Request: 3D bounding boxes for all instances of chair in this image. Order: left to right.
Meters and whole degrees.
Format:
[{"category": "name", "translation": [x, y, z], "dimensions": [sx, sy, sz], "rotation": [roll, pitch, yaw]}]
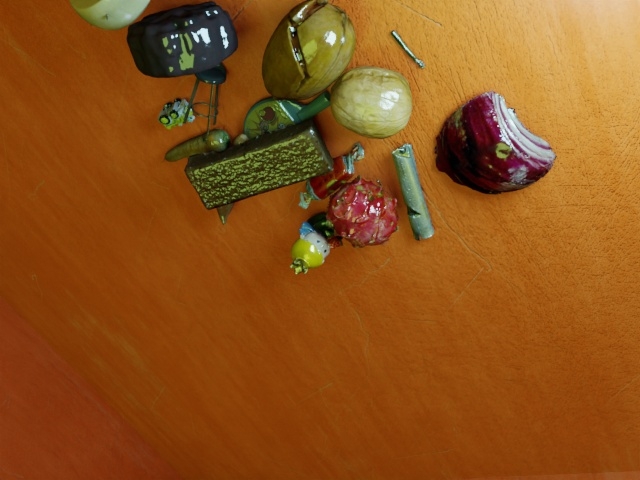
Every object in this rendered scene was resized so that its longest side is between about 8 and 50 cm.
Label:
[{"category": "chair", "translation": [-0.334, -0.420, 1.656], "dimensions": [0.104, 0.095, 0.221], "rotation": [-7, 133, -30]}]

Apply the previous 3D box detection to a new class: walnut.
[{"category": "walnut", "translation": [-0.046, -0.473, 1.463], "dimensions": [0.209, 0.208, 0.336], "rotation": [35, 138, -10]}, {"category": "walnut", "translation": [0.132, -0.367, 1.481], "dimensions": [0.222, 0.195, 0.195], "rotation": [18, 130, 4]}]

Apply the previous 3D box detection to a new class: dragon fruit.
[{"category": "dragon fruit", "translation": [0.143, -0.072, 1.712], "dimensions": [0.268, 0.210, 0.205], "rotation": [21, 134, -40]}]

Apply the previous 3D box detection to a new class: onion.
[{"category": "onion", "translation": [0.460, -0.213, 1.528], "dimensions": [0.314, 0.146, 0.280], "rotation": [34, 134, -14]}]

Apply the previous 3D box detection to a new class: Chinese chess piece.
[{"category": "Chinese chess piece", "translation": [-0.531, -0.675, 1.435], "dimensions": [0.274, 0.273, 0.102], "rotation": [-17, 159, 29]}]

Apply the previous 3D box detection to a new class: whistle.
[{"category": "whistle", "translation": [0.280, -0.142, 1.700], "dimensions": [0.068, 0.057, 0.326], "rotation": [-30, 123, -15]}]

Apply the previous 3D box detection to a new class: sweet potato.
[{"category": "sweet potato", "translation": [-0.298, -0.214, 1.819], "dimensions": [0.106, 0.095, 0.354], "rotation": [55, 138, 34]}]

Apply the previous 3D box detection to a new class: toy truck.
[{"category": "toy truck", "translation": [-0.446, -0.390, 1.748], "dimensions": [0.111, 0.076, 0.077], "rotation": [-15, 138, 26]}]

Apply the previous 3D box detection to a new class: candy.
[{"category": "candy", "translation": [0.030, -0.194, 1.729], "dimensions": [0.292, 0.059, 0.086], "rotation": [-36, 68, 33]}]

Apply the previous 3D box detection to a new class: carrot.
[{"category": "carrot", "translation": [-0.420, -0.296, 1.816], "dimensions": [0.298, 0.078, 0.078], "rotation": [-11, 123, 31]}]

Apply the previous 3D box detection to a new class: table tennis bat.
[{"category": "table tennis bat", "translation": [-0.096, -0.348, 1.680], "dimensions": [0.329, 0.044, 0.215], "rotation": [-25, 114, 35]}]

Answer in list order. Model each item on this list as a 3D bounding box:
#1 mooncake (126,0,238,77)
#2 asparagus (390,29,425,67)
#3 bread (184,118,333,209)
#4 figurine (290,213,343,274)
[{"category": "mooncake", "translation": [-0.365, -0.537, 1.467], "dimensions": [0.283, 0.283, 0.141], "rotation": [2, 127, 18]}, {"category": "asparagus", "translation": [0.229, -0.498, 1.463], "dimensions": [0.127, 0.015, 0.018], "rotation": [43, 129, -16]}, {"category": "bread", "translation": [-0.181, -0.225, 1.667], "dimensions": [0.417, 0.113, 0.165], "rotation": [-15, 127, 12]}, {"category": "figurine", "translation": [0.006, 0.012, 1.798], "dimensions": [0.185, 0.234, 0.127], "rotation": [4, 124, 16]}]
